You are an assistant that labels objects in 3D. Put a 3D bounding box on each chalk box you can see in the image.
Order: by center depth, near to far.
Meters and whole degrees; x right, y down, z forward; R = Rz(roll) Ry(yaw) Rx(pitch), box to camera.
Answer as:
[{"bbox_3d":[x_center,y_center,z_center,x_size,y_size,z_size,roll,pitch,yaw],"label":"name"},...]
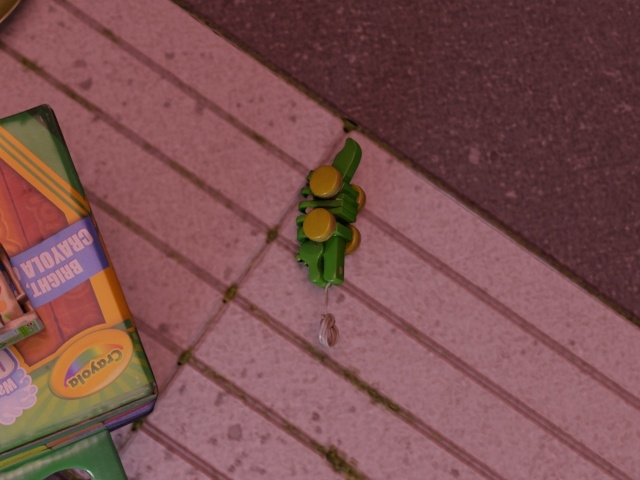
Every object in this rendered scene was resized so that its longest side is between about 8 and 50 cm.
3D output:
[{"bbox_3d":[-0.230,0.081,0.747,0.180,0.179,0.288,-21,81,-15],"label":"chalk box"}]

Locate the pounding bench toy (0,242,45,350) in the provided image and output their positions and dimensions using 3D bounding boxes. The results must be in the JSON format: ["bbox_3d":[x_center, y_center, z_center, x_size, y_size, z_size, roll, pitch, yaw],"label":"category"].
[{"bbox_3d":[-0.212,0.033,0.627,0.052,0.083,0.065,-27,84,-15],"label":"pounding bench toy"}]

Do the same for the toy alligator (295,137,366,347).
[{"bbox_3d":[0.000,0.000,0.884,0.051,0.056,0.189,-1,72,32],"label":"toy alligator"}]

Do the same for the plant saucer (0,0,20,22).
[{"bbox_3d":[-0.368,-0.261,0.885,0.241,0.037,0.240,3,74,-10],"label":"plant saucer"}]
